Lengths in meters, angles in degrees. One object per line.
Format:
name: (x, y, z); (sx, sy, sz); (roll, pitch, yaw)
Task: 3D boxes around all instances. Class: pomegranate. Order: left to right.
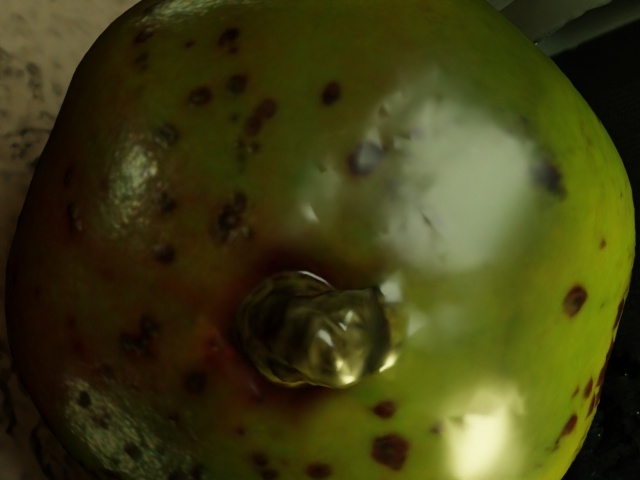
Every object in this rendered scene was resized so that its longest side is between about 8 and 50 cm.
pomegranate: (0.000, -0.013, 0.526); (0.198, 0.198, 0.246); (28, 40, -26)

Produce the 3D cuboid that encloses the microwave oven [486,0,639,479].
microwave oven: (0.181, 0.004, 0.633); (0.237, 0.181, 0.295); (23, 54, -46)
